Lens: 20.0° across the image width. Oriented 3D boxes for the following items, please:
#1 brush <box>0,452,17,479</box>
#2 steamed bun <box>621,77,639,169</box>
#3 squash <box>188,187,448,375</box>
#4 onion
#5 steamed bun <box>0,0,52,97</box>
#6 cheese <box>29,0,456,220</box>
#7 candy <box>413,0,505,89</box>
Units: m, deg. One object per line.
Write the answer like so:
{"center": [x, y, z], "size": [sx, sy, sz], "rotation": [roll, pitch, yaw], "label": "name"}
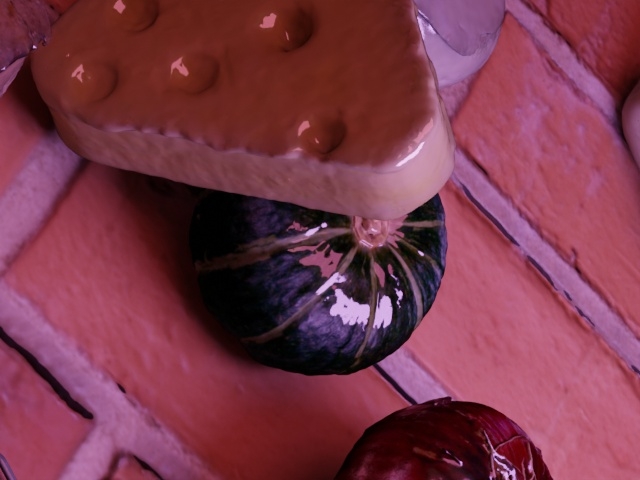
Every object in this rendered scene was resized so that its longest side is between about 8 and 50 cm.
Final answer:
{"center": [-0.211, 0.289, 1.506], "size": [0.062, 0.027, 0.266], "rotation": [-32, 94, -45], "label": "brush"}
{"center": [0.553, -0.099, 2.194], "size": [0.339, 0.247, 0.352], "rotation": [9, 70, -37], "label": "steamed bun"}
{"center": [0.000, 0.000, 1.708], "size": [0.252, 0.165, 0.252], "rotation": [10, 72, -32], "label": "squash"}
{"center": [0.094, 0.294, 1.652], "size": [0.314, 0.232, 0.314], "rotation": [-8, 100, -54], "label": "onion"}
{"center": [-0.378, -0.125, 1.406], "size": [0.199, 0.251, 0.301], "rotation": [45, 44, -3], "label": "steamed bun"}
{"center": [-0.080, -0.166, 1.625], "size": [0.104, 0.384, 0.384], "rotation": [71, 24, -58], "label": "cheese"}
{"center": [0.069, -0.281, 1.893], "size": [0.295, 0.185, 0.295], "rotation": [36, 45, -46], "label": "candy"}
